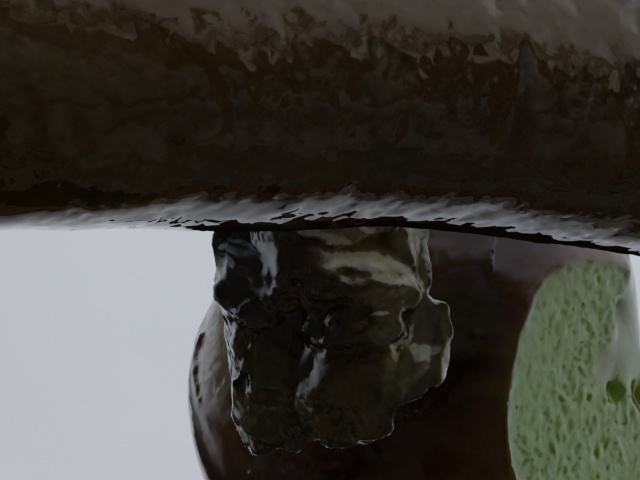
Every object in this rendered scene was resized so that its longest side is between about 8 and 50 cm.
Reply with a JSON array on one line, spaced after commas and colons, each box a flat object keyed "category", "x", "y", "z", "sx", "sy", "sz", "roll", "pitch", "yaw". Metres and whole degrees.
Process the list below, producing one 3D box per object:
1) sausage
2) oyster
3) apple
[{"category": "sausage", "x": 0.009, "y": -0.058, "z": 0.668, "sx": 0.501, "sy": 0.136, "sz": 0.123, "roll": 2, "pitch": -35, "yaw": -30}, {"category": "oyster", "x": -0.010, "y": -0.006, "z": 0.886, "sx": 0.162, "sy": 0.232, "sz": 0.107, "roll": -11, "pitch": -26, "yaw": 39}, {"category": "apple", "x": 0.098, "y": 0.119, "z": 1.312, "sx": 0.374, "sy": 0.374, "sz": 0.384, "roll": 44, "pitch": -88, "yaw": -12}]
